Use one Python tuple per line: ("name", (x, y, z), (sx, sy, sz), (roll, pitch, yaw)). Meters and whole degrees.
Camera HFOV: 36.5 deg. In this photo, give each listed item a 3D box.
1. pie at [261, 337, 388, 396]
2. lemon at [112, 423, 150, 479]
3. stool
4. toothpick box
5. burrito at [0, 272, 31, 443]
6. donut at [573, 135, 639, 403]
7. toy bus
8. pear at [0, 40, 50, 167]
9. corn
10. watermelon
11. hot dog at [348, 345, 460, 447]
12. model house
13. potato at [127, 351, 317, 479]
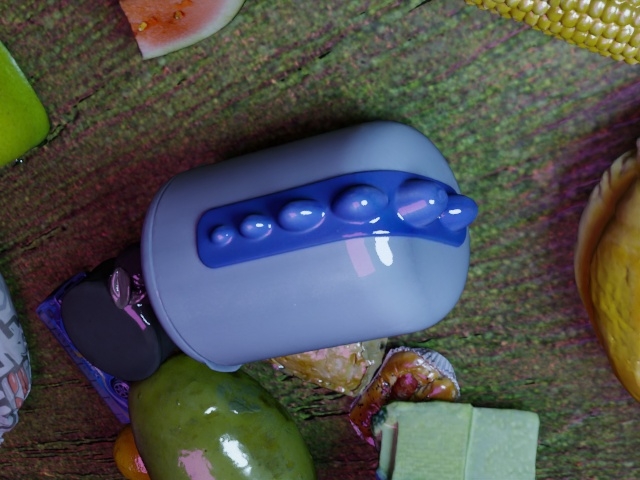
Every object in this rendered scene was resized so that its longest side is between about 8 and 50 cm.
("pie", (-0.053, 0.108, 1.265), (0.282, 0.068, 0.129), (24, 122, 19))
("lemon", (-0.255, 0.318, 1.477), (0.133, 0.109, 0.109), (10, 125, 28))
("stool", (-0.234, 0.084, 1.283), (0.228, 0.139, 0.153), (-29, 103, 41))
("toothpick box", (0.000, 0.000, 1.048), (0.354, 0.263, 0.263), (-13, 115, 30))
("burrito", (-0.528, 0.152, 1.504), (0.139, 0.101, 0.446), (4, 121, 17))
("donut", (0.458, 0.048, 0.898), (0.448, 0.198, 0.449), (10, 124, 16))
("toy bus", (-0.320, 0.163, 1.423), (0.094, 0.079, 0.236), (-20, 111, 36))
("pear", (-0.535, -0.197, 1.227), (0.286, 0.176, 0.282), (-7, 116, 28))
("corn", (0.232, -0.236, 0.859), (0.347, 0.130, 0.130), (26, 129, 7))
("watermelon", (-0.172, -0.301, 1.038), (0.193, 0.137, 0.145), (-28, 71, 36))
("hot dog", (0.108, 0.211, 1.267), (0.108, 0.059, 0.191), (35, 132, 5))
("model house", (0.160, 0.325, 1.193), (0.214, 0.189, 0.195), (4, 136, 7))
("potato", (-0.138, 0.292, 1.344), (0.216, 0.216, 0.304), (-27, 110, 36))
